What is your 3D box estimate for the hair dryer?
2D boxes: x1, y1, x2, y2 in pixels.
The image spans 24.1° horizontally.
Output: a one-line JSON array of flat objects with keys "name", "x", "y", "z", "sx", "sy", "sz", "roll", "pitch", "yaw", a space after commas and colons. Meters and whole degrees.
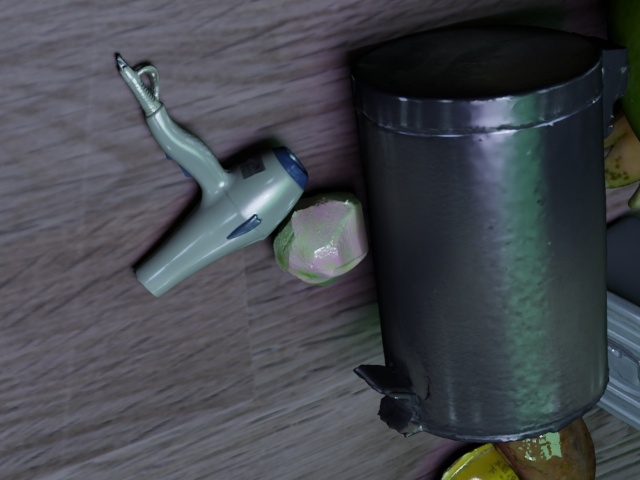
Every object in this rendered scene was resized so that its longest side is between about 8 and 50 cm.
[{"name": "hair dryer", "x": -0.126, "y": -0.039, "z": 1.209, "sx": 0.199, "sy": 0.067, "sz": 0.167, "roll": 30, "pitch": 106, "yaw": -31}]

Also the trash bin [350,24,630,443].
[{"name": "trash bin", "x": 0.141, "y": -0.009, "z": 1.252, "sx": 0.252, "sy": 0.203, "sz": 0.301, "roll": -15, "pitch": 114, "yaw": -20}]

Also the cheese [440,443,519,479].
[{"name": "cheese", "x": 0.146, "y": 0.296, "z": 1.588, "sx": 0.250, "sy": 0.064, "sz": 0.156, "roll": -41, "pitch": 132, "yaw": -7}]

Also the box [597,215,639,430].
[{"name": "box", "x": 0.331, "y": 0.086, "z": 1.464, "sx": 0.135, "sy": 0.243, "sz": 0.163, "roll": -35, "pitch": 132, "yaw": -24}]

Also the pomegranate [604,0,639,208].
[{"name": "pomegranate", "x": 0.336, "y": -0.165, "z": 1.294, "sx": 0.216, "sy": 0.309, "sz": 0.358, "roll": 24, "pitch": 140, "yaw": -22}]

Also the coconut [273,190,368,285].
[{"name": "coconut", "x": 0.000, "y": 0.000, "z": 1.291, "sx": 0.082, "sy": 0.083, "sz": 0.081, "roll": -6, "pitch": 115, "yaw": 0}]

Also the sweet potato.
[{"name": "sweet potato", "x": 0.188, "y": 0.121, "z": 1.479, "sx": 0.109, "sy": 0.109, "sz": 0.385, "roll": -29, "pitch": 115, "yaw": -13}]
